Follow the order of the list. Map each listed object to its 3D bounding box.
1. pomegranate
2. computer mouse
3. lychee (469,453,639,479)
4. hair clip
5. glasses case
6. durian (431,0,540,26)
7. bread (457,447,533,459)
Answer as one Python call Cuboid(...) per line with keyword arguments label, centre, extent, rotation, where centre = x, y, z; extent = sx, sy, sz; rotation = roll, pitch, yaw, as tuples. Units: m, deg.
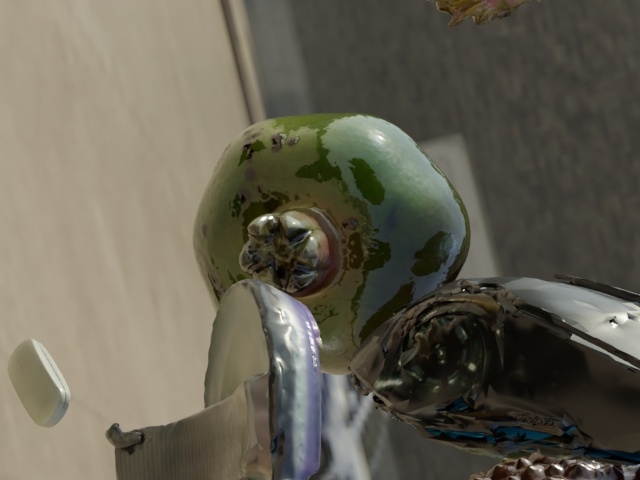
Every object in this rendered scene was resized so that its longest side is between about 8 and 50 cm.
Cuboid(label="pomegranate", centre=(0.000, 0.000, 1.163), extent=(0.210, 0.180, 0.180), rotation=(0, 76, -77))
Cuboid(label="computer mouse", centre=(0.118, 0.057, 0.880), extent=(0.146, 0.242, 0.077), rotation=(-9, 103, -55))
Cuboid(label="lychee", centre=(0.159, 0.217, 1.168), extent=(0.188, 0.188, 0.188), rotation=(-14, 90, -88))
Cuboid(label="hair clip", centre=(-0.032, 0.072, 0.619), extent=(0.172, 0.049, 0.116), rotation=(143, -54, -67))
Cuboid(label="glasses case", centre=(-0.197, 0.099, 1.288), extent=(0.021, 0.032, 0.083), rotation=(31, 12, -39))
Cuboid(label="durian", centre=(0.091, -0.222, 0.917), extent=(0.191, 0.112, 0.341), rotation=(53, -25, -2))
Cuboid(label="bread", centre=(0.158, 0.103, 1.392), extent=(0.103, 0.156, 0.110), rotation=(29, 64, -39))
